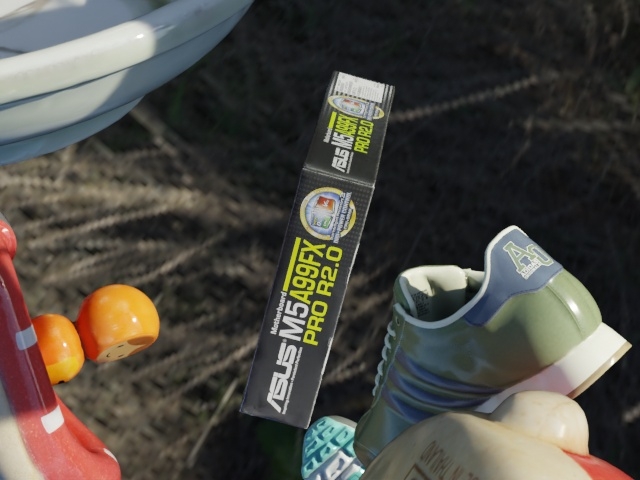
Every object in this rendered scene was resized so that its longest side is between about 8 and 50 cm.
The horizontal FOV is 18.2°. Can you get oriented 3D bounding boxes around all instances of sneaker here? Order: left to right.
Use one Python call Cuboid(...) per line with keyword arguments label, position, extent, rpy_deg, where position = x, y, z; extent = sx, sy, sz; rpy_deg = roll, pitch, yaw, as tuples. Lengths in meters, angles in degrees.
Cuboid(label="sneaker", position=(0.047, 0.165, 1.255), extent=(0.065, 0.076, 0.166), rpy_deg=(-36, 112, 15))
Cuboid(label="sneaker", position=(0.063, 0.050, 0.964), extent=(0.086, 0.064, 0.192), rpy_deg=(54, 142, -3))

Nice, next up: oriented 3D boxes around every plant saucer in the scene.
Cuboid(label="plant saucer", position=(-0.207, -0.128, 1.173), extent=(0.400, 0.400, 0.100), rpy_deg=(0, 119, 16))

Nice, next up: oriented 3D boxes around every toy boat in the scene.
Cuboid(label="toy boat", position=(-0.186, 0.078, 1.409), extent=(0.151, 0.151, 0.231), rpy_deg=(-19, 104, -9))

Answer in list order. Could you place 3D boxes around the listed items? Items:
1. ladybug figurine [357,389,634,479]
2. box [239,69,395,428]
Cuboid(label="ladybug figurine", position=(0.081, 0.284, 0.865), extent=(0.162, 0.305, 0.449), rpy_deg=(4, 104, -23))
Cuboid(label="box", position=(0.000, 0.000, 1.652), extent=(0.060, 0.270, 0.216), rpy_deg=(16, 112, 0))
